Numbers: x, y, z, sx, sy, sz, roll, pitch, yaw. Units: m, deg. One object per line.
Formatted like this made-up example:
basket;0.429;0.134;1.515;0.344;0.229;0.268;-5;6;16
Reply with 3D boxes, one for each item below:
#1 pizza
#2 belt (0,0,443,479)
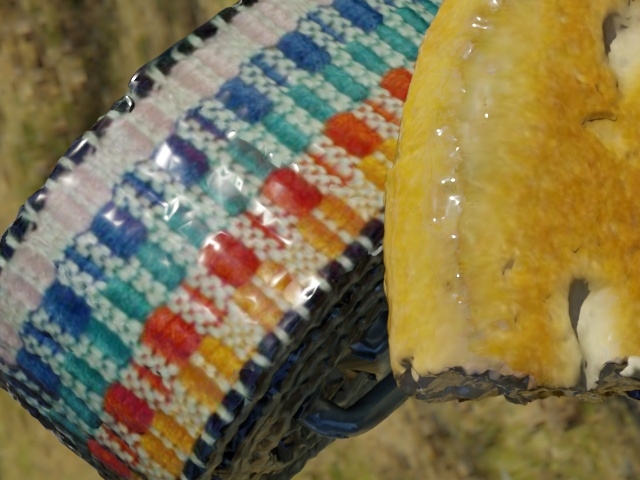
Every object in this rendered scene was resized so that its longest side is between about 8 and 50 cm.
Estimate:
pizza;0.099;0.003;0.574;0.069;0.194;0.154;-27;45;47
belt;0.000;0.000;0.868;0.160;0.295;0.207;40;145;14
